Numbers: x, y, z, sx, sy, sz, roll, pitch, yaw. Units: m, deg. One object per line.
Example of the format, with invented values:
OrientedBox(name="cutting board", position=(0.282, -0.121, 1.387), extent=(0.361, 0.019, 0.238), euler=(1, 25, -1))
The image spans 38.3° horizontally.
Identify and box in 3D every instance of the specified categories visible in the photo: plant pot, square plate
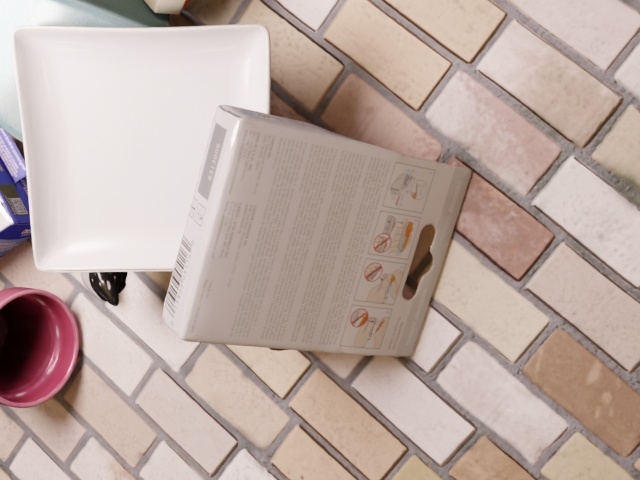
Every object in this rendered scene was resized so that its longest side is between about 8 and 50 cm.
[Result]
OrientedBox(name="plant pot", position=(-0.553, 0.175, 1.593), extent=(0.180, 0.201, 0.201), euler=(5, 99, 37))
OrientedBox(name="plant pot", position=(-0.389, -0.275, 1.374), extent=(0.252, 0.248, 0.247), euler=(24, 108, -18))
OrientedBox(name="square plate", position=(-0.237, -0.124, 1.282), extent=(0.344, 0.049, 0.347), euler=(0, 108, 0))

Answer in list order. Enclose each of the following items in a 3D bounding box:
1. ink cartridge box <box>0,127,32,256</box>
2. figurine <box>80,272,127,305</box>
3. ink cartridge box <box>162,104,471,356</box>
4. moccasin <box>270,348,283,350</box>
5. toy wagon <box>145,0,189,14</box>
OrientedBox(name="ink cartridge box", position=(-0.657, -0.073, 1.589), extent=(0.395, 0.151, 0.270), euler=(-32, 87, 12))
OrientedBox(name="figurine", position=(-0.374, 0.001, 1.502), extent=(0.092, 0.215, 0.209), euler=(-16, 95, -19))
OrientedBox(name="ink cartridge box", position=(0.000, 0.000, 1.293), extent=(0.091, 0.385, 0.308), euler=(36, 113, 55))
OrientedBox(name="moccasin", position=(-0.066, -0.026, 1.387), extent=(0.147, 0.139, 0.380), euler=(-18, 86, 12))
OrientedBox(name="toy wagon", position=(-0.218, -0.509, 1.325), extent=(0.267, 0.068, 0.344), euler=(-129, 44, -54))
